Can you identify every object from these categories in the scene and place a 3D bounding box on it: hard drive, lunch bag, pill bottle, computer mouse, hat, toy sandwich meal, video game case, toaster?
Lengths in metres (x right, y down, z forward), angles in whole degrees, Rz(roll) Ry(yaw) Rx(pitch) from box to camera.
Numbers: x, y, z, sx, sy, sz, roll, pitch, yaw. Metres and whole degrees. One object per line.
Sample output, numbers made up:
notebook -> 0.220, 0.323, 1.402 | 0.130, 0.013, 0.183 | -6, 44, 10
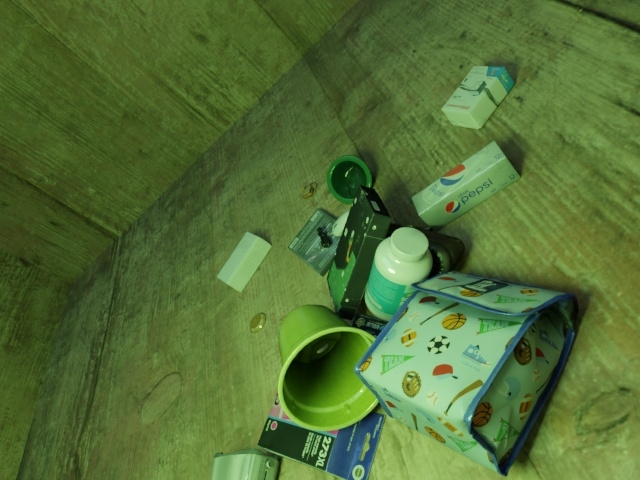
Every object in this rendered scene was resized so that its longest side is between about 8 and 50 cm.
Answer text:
hard drive -> 0.106, 0.032, 1.479 | 0.237, 0.064, 0.339 | -103, 30, -65
lunch bag -> 0.319, 0.228, 1.083 | 0.385, 0.239, 0.328 | -46, 30, -22
pill bottle -> 0.203, 0.086, 1.296 | 0.146, 0.264, 0.146 | 3, 50, -3
computer mouse -> 0.067, -0.055, 1.748 | 0.193, 0.042, 0.106 | -37, 36, 19
hat -> 0.132, -0.237, 1.904 | 0.173, 0.183, 0.208 | -43, 76, 22
toy sandwich meal -> -0.052, -0.210, 2.082 | 0.086, 0.029, 0.085 | -30, 40, 28
video game case -> 0.000, 0.000, 1.833 | 0.196, 0.026, 0.274 | -52, 35, -2
toaster -> -0.222, 0.665, 1.377 | 0.227, 0.129, 0.146 | -22, 46, 34

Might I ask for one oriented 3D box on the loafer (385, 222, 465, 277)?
loafer -> 0.271, 0.022, 1.443 | 0.130, 0.133, 0.366 | -21, 23, -25

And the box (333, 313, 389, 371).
box -> 0.148, 0.304, 1.355 | 0.220, 0.051, 0.175 | 5, 63, 51

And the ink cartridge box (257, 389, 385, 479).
ink cartridge box -> -0.008, 0.511, 1.338 | 0.371, 0.069, 0.175 | -4, 55, 44

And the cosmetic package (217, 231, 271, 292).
cosmetic package -> -0.313, 0.086, 2.060 | 0.117, 0.085, 0.231 | 22, 78, 55

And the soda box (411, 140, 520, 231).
soda box -> 0.412, -0.152, 1.439 | 0.286, 0.098, 0.091 | -36, 37, 22

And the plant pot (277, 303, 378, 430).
plant pot -> 0.002, 0.293, 1.289 | 0.276, 0.276, 0.254 | -49, 24, 3

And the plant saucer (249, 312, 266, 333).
plant saucer -> -0.233, 0.298, 1.829 | 0.083, 0.015, 0.083 | -29, 40, 28

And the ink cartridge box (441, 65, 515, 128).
ink cartridge box -> 0.512, -0.469, 1.634 | 0.190, 0.082, 0.140 | -52, 34, -4
